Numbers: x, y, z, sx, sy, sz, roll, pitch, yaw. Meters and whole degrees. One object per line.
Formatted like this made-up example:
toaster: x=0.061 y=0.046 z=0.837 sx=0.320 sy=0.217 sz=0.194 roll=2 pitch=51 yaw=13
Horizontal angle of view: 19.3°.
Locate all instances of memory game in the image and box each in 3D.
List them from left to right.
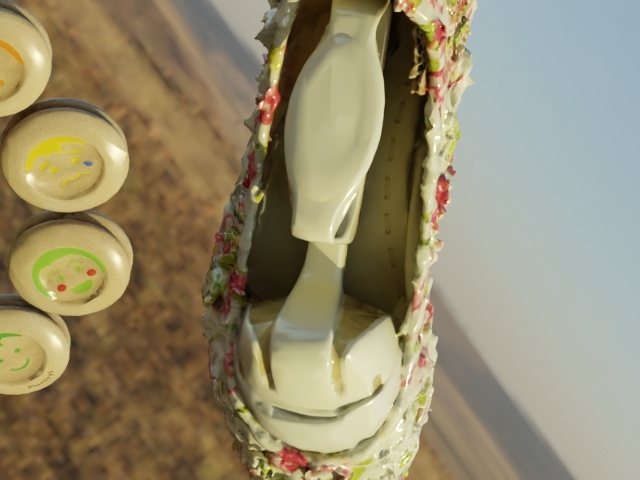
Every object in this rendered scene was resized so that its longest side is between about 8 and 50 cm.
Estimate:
memory game: x=-0.145 y=-0.007 z=0.540 sx=0.186 sy=0.186 sz=0.012 roll=54 pitch=19 yaw=-35

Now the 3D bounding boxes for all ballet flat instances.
ballet flat: x=0.000 y=0.000 z=0.629 sx=0.077 sy=0.091 sz=0.241 roll=-62 pitch=157 yaw=-68
